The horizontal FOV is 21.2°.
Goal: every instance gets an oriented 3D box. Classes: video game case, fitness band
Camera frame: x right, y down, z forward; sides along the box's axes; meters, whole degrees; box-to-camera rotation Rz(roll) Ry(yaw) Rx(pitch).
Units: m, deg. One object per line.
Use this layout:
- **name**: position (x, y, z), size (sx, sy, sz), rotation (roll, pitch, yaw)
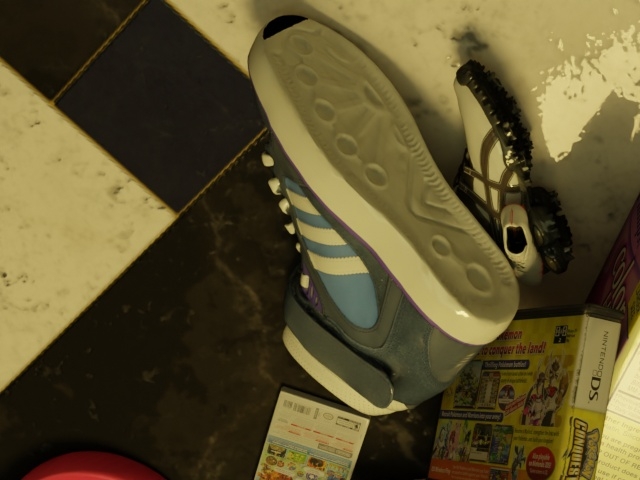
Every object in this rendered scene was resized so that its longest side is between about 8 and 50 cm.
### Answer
- **video game case**: position (-0.010, 0.200, 1.606), size (0.087, 0.011, 0.122), rotation (18, 119, 2)
- **video game case**: position (0.148, 0.179, 1.364), size (0.035, 0.275, 0.248), rotation (13, 82, -15)
- **fitness band**: position (-0.244, 0.329, 1.704), size (0.209, 0.054, 0.291), rotation (42, 117, -7)

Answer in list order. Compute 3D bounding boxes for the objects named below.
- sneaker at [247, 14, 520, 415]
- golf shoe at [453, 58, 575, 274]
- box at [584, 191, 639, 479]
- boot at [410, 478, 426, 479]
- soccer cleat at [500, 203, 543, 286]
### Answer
- **sneaker**: position (0.001, 0.000, 1.437), size (0.322, 0.130, 0.236), rotation (53, 135, 5)
- **golf shoe**: position (0.136, -0.050, 1.410), size (0.094, 0.077, 0.198), rotation (-17, 111, 20)
- **box**: position (0.268, 0.109, 1.381), size (0.117, 0.213, 0.243), rotation (22, 119, -1)
- **boot**: position (0.203, 0.364, 1.578), size (0.378, 0.138, 0.284), rotation (0, 117, 18)
- **soccer cleat**: position (0.161, 0.008, 1.382), size (0.029, 0.035, 0.083), rotation (-6, 125, 16)
